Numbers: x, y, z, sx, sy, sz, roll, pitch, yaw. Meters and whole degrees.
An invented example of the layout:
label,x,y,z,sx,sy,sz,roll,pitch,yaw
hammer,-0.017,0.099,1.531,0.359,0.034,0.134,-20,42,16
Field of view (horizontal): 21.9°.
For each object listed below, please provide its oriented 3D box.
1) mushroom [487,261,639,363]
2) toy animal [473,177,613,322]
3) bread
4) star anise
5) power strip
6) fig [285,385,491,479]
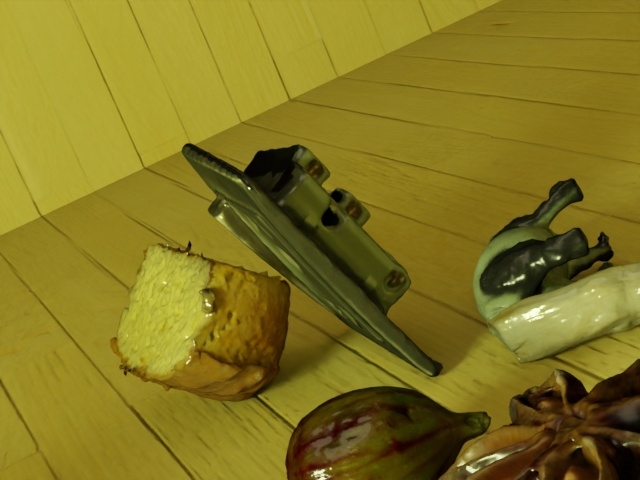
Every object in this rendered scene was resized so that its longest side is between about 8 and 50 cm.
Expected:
label,x,y,z,sx,sy,sz,roll,pitch,yaw
mushroom,0.231,0.053,1.338,0.202,0.059,0.054,-17,-1,20
toy animal,0.196,0.020,1.471,0.121,0.094,0.225,-29,14,15
bread,-0.101,0.077,1.567,0.139,0.143,0.229,12,1,-23
star anise,0.149,0.159,1.033,0.214,0.099,0.220,-27,11,49
power strip,0.000,-0.001,1.493,0.092,0.257,0.251,-49,19,-10
fig,0.051,0.154,1.187,0.155,0.103,0.109,-13,51,-2
